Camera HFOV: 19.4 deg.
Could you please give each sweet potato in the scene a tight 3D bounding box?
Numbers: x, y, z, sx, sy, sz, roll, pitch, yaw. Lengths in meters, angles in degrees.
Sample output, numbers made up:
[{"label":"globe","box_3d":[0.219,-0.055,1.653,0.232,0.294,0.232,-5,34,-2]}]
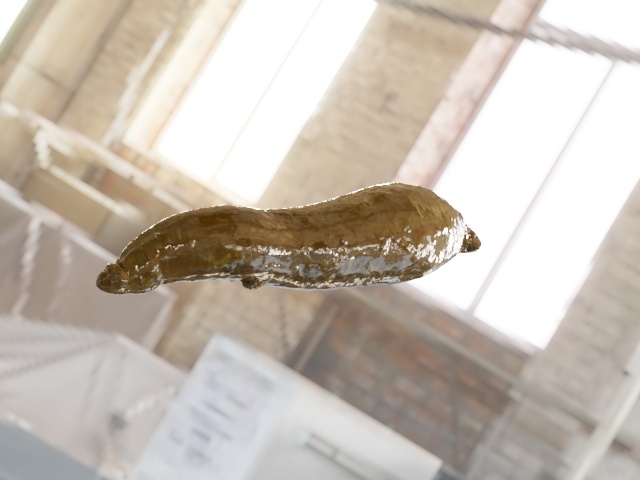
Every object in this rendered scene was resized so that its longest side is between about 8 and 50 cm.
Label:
[{"label":"sweet potato","box_3d":[0.000,0.000,0.430,0.115,0.026,0.026,-3,22,-42]}]
